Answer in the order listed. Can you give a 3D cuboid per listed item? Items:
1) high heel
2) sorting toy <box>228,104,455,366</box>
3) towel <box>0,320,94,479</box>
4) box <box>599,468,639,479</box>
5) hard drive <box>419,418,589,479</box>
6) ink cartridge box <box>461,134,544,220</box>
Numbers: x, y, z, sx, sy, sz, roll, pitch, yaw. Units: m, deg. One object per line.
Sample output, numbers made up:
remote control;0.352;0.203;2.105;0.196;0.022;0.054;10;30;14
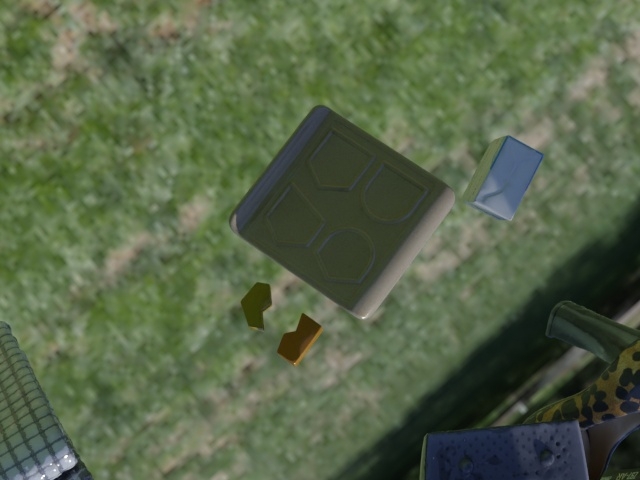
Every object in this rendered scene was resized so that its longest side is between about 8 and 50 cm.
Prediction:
high heel;0.277;0.203;1.511;0.093;0.186;0.261;-9;111;-33
sorting toy;0.000;0.000;2.075;0.307;0.229;0.041;-53;166;-10
towel;-0.373;0.237;1.657;0.235;0.121;0.283;-33;-149;-9
box;0.273;0.217;1.289;0.067;0.083;0.018;-17;-148;55
hard drive;0.168;0.296;1.456;0.172;0.255;0.054;-3;177;-20
ink cartridge box;0.255;-0.087;2.257;0.104;0.061;0.181;-62;-178;1
